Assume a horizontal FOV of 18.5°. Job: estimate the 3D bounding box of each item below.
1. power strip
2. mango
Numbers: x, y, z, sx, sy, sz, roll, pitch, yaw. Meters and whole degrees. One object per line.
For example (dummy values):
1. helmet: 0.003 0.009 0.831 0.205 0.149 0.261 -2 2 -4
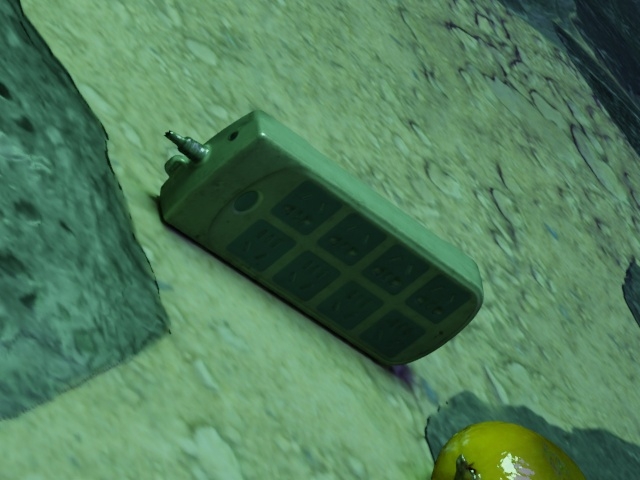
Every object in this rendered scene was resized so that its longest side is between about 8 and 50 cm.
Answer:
1. power strip: 0.000 0.000 1.074 0.227 0.080 0.029 34 31 -33
2. mango: 0.123 0.158 1.077 0.187 0.066 0.101 43 21 -38
